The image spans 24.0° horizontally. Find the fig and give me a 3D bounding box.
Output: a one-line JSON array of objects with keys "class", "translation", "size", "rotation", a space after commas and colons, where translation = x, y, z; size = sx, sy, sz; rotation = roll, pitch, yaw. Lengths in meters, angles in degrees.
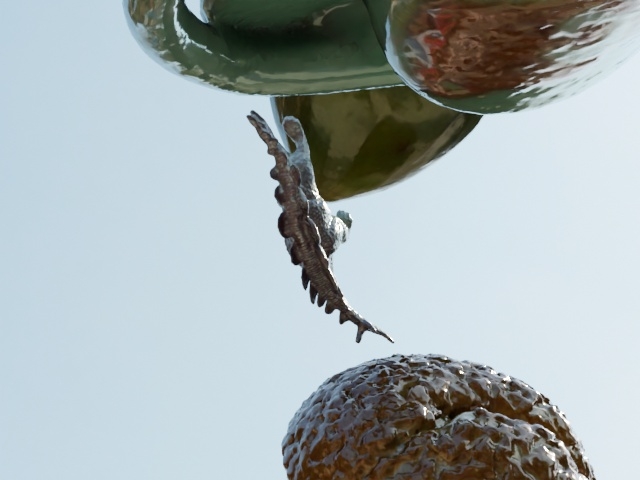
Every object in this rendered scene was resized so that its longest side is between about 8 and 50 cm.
[{"class": "fig", "translation": [0.040, -0.139, 1.262], "size": [0.203, 0.203, 0.225], "rotation": [20, -74, -40]}]

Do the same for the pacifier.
[{"class": "pacifier", "translation": [0.043, -0.188, 0.559], "size": [0.288, 0.269, 0.343], "rotation": [-19, -14, -15]}]

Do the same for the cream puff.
[{"class": "cream puff", "translation": [0.111, 0.212, 1.137], "size": [0.212, 0.303, 0.303], "rotation": [-33, -38, 4]}]

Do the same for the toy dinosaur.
[{"class": "toy dinosaur", "translation": [-0.002, 0.001, 1.027], "size": [0.039, 0.082, 0.209], "rotation": [-21, -59, 16]}]
